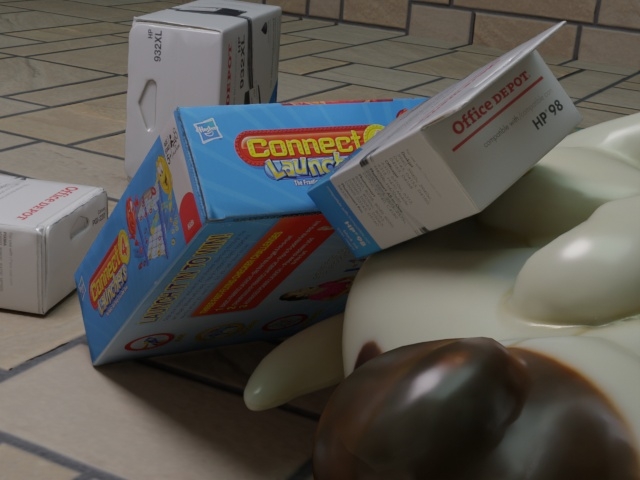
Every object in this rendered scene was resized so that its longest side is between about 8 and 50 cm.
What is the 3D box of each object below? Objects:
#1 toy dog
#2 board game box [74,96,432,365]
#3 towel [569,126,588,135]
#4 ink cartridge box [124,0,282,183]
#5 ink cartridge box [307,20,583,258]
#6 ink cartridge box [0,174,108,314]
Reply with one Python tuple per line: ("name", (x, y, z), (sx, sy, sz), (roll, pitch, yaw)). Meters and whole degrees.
("toy dog", (0.118, 0.096, 0.604), (0.395, 0.285, 0.408), (5, 19, 12))
("board game box", (-0.013, -0.004, 0.887), (0.302, 0.086, 0.308), (-6, -21, -29))
("towel", (0.451, -0.120, 1.543), (0.271, 0.040, 0.370), (10, 7, -13))
("ink cartridge box", (-0.157, -0.213, 1.543), (0.129, 0.223, 0.307), (9, 19, 10))
("ink cartridge box", (0.081, -0.055, 0.661), (0.104, 0.060, 0.180), (-39, 8, -28))
("ink cartridge box", (-0.340, -0.006, 1.090), (0.218, 0.092, 0.158), (6, 18, 11))
